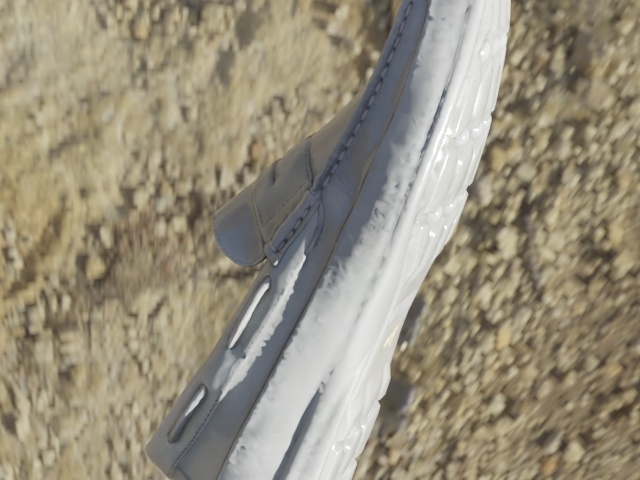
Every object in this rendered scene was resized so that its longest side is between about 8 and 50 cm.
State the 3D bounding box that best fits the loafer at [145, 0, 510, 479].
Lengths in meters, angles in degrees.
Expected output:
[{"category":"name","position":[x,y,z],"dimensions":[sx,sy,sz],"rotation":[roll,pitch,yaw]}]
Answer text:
[{"category":"loafer","position":[0.000,0.000,0.952],"dimensions":[0.111,0.112,0.319],"rotation":[26,106,11]}]
